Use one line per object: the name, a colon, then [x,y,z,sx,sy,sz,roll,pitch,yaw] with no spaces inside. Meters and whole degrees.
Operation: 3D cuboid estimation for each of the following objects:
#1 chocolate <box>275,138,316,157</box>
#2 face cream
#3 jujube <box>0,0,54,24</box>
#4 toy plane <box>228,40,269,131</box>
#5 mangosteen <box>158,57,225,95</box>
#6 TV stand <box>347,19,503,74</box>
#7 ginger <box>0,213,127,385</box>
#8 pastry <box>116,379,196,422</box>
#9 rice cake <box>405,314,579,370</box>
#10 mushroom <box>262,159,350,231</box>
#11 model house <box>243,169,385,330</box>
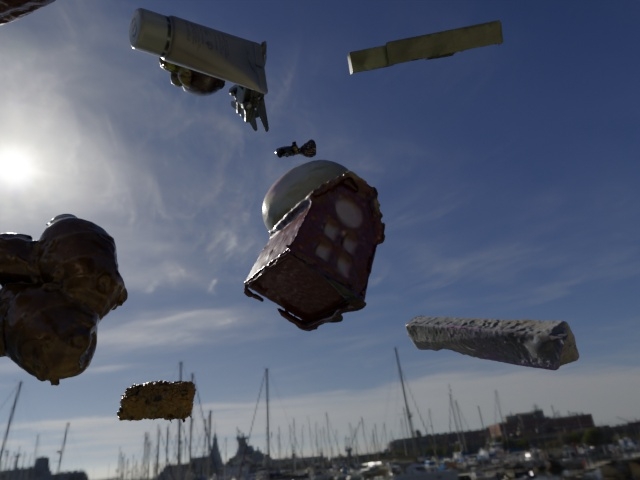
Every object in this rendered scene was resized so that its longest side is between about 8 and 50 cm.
chocolate: [-0.088,-0.318,1.607,0.147,0.070,0.072,-4,-14,-23]
face cream: [-0.253,-0.423,1.020,0.314,0.143,0.089,1,-19,-39]
jujube: [-0.398,-0.344,0.520,0.243,0.184,0.183,-4,-25,9]
toy plane: [-0.210,-0.477,1.398,0.088,0.212,0.267,-30,-21,-33]
mangosteen: [-0.347,-0.480,1.279,0.180,0.166,0.166,-14,-18,-33]
TV stand: [0.167,-0.305,0.731,0.249,0.036,0.042,-11,14,-1]
ginger: [-0.525,0.089,0.893,0.274,0.358,0.152,9,-35,2]
pastry: [-0.309,0.305,0.876,0.140,0.080,0.056,4,-5,-4]
rice cake: [0.297,0.182,0.863,0.064,0.070,0.399,-24,5,-27]
mushroom: [-0.023,-0.122,1.462,0.315,0.315,0.356,-14,0,16]
model house: [0.000,0.000,0.815,0.160,0.254,0.196,31,-36,-17]
